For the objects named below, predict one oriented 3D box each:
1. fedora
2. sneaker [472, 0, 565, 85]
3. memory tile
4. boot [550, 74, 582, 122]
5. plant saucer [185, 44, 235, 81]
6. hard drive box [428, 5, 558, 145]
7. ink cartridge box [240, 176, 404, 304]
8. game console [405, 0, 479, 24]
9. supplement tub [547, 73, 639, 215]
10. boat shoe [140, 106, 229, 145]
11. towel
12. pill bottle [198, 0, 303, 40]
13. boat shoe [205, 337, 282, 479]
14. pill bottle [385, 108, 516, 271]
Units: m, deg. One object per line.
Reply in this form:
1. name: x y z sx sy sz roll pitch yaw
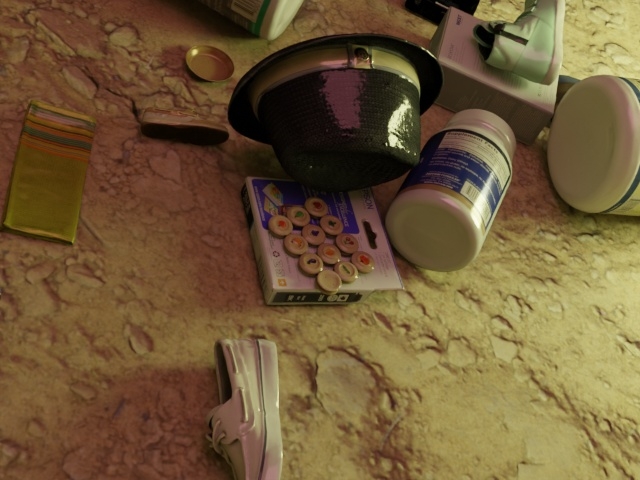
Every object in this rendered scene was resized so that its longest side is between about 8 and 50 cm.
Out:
1. fedora: 0.035 -0.164 1.545 0.334 0.334 0.152 -1 64 -25
2. sneaker: 0.352 -0.395 1.881 0.151 0.094 0.256 16 48 -9
3. memory tile: 0.002 0.005 1.513 0.113 0.012 0.148 -28 70 -37
4. boot: 0.530 -0.258 1.981 0.219 0.082 0.106 7 54 -17
5. plant saucer: -0.183 -0.287 1.722 0.083 0.015 0.083 13 50 -16
6. hard drive box: 0.309 -0.302 1.910 0.232 0.089 0.181 24 47 -6
7. ink cartridge box: 0.000 0.000 1.555 0.208 0.045 0.206 1 53 -23
8. game console: 0.152 -0.550 2.071 0.361 0.044 0.213 27 46 -4
9. supplement tub: 0.588 -0.156 1.822 0.325 0.235 0.235 3 53 -23
10. boat shoe: -0.206 -0.179 1.602 0.135 0.050 0.045 8 56 -19
11. towel: -0.381 -0.100 1.478 0.102 0.021 0.237 12 50 -15
12. pill bottle: -0.188 -0.511 1.772 0.361 0.204 0.204 31 47 1
13. boat shoe: -0.098 0.229 1.295 0.088 0.096 0.267 9 49 -13
14. pill bottle: 0.214 -0.086 1.650 0.153 0.153 0.264 31 47 1
